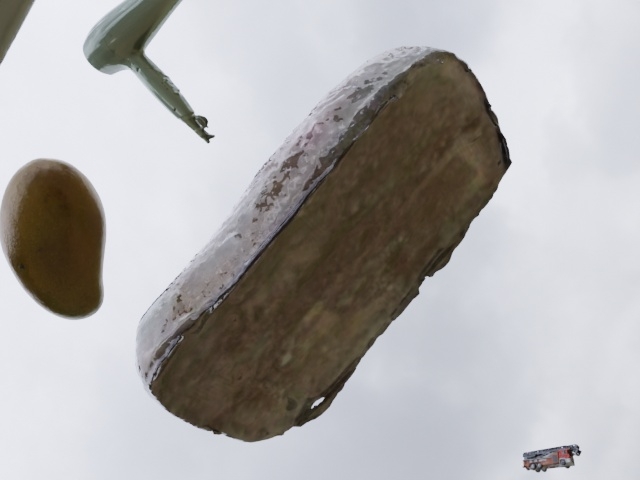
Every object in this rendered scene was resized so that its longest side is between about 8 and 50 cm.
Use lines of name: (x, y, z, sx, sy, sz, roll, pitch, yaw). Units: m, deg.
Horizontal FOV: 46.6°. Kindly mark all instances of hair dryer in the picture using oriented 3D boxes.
hair dryer: (-0.204, -0.248, 1.044, 0.237, 0.206, 0.075, 57, -154, -1)

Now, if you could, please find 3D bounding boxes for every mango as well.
mango: (-0.351, 0.002, 0.992, 0.136, 0.099, 0.228, -13, -72, -19)

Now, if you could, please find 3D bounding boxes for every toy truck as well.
toy truck: (0.330, 0.311, 1.061, 0.024, 0.083, 0.032, 41, -138, -38)

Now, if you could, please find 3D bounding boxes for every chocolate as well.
chocolate: (0.000, 0.000, 0.529, 0.303, 0.100, 0.185, -52, -35, -6)

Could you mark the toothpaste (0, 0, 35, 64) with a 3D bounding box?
toothpaste: (-0.092, -0.152, 0.271, 0.052, 0.033, 0.218, 31, -94, -26)
